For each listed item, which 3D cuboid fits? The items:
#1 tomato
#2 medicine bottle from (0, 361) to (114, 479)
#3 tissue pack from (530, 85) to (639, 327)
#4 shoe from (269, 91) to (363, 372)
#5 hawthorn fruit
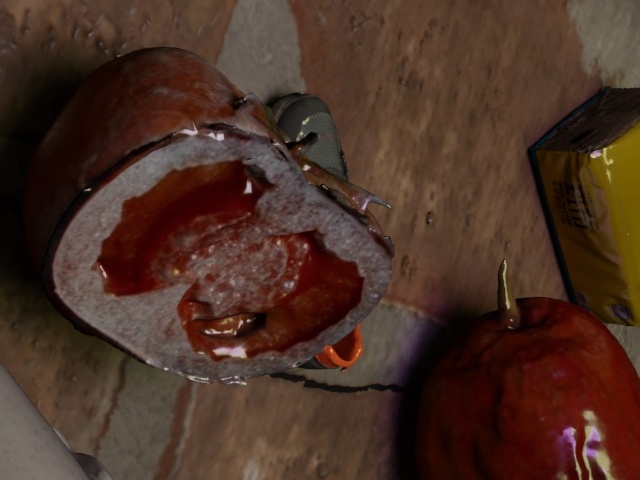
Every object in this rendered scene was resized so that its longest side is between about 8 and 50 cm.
[{"bbox_3d":[-0.076,-0.030,0.999,0.181,0.155,0.214,-37,135,9],"label":"tomato"},{"bbox_3d":[-0.199,0.243,0.907,0.282,0.123,0.375,-43,110,-31],"label":"medicine bottle"},{"bbox_3d":[0.251,-0.029,1.377,0.120,0.082,0.169,-38,121,-33],"label":"tissue pack"},{"bbox_3d":[0.000,-0.002,1.137,0.074,0.077,0.194,-4,100,-44],"label":"shoe"},{"bbox_3d":[0.156,0.138,1.254,0.189,0.189,0.251,-29,103,-38],"label":"hawthorn fruit"}]
